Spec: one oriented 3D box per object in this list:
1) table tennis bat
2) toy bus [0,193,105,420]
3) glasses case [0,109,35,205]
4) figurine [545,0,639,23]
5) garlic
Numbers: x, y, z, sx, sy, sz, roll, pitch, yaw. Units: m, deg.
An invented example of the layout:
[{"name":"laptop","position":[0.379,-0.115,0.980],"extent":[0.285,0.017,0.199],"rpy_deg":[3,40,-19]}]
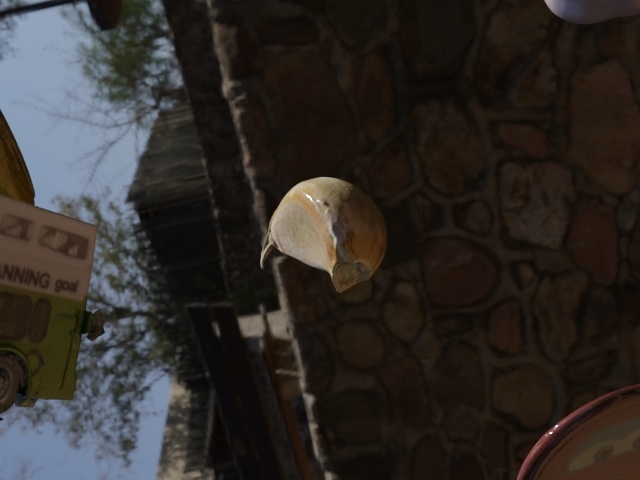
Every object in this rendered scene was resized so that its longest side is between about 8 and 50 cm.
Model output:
[{"name":"table tennis bat","position":[0.136,0.121,0.400],"extent":[0.019,0.098,0.155],"rpy_deg":[-115,14,-51]},{"name":"toy bus","position":[-0.265,0.024,0.489],"extent":[0.301,0.113,0.139],"rpy_deg":[24,-104,-61]},{"name":"glasses case","position":[-0.284,-0.095,0.637],"extent":[0.234,0.079,0.064],"rpy_deg":[80,177,-52]},{"name":"figurine","position":[0.232,-0.218,0.614],"extent":[0.137,0.229,0.112],"rpy_deg":[-41,67,61]},{"name":"garlic","position":[0.003,-0.013,1.305],"extent":[0.245,0.145,0.164],"rpy_deg":[12,76,55]}]
